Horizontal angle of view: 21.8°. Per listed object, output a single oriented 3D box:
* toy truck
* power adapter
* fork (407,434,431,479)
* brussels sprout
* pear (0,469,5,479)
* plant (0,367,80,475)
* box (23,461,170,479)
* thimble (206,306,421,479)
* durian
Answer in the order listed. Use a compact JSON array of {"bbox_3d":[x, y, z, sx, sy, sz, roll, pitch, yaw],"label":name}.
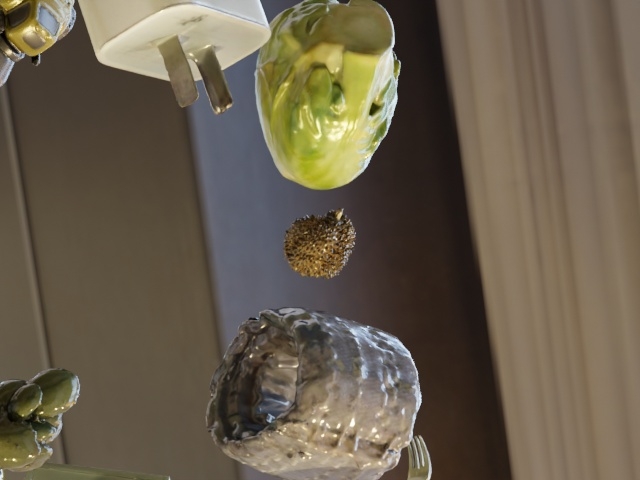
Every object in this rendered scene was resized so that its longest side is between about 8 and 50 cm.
[{"bbox_3d":[-0.454,-0.285,2.342,0.224,0.165,0.147,-26,138,17],"label":"toy truck"},{"bbox_3d":[-0.149,-0.242,1.618,0.124,0.255,0.187,-27,164,27],"label":"power adapter"},{"bbox_3d":[0.119,0.351,2.121,0.034,0.219,0.028,-15,140,27],"label":"fork"},{"bbox_3d":[0.003,-0.161,1.824,0.161,0.223,0.223,12,-173,2],"label":"brussels sprout"},{"bbox_3d":[-0.480,0.266,1.837,0.269,0.269,0.321,-1,-128,48],"label":"pear"},{"bbox_3d":[-0.241,0.143,1.141,0.174,0.087,0.085,-26,167,-31],"label":"plant"},{"bbox_3d":[-0.354,0.471,2.530,0.225,0.117,0.225,6,-130,8],"label":"box"},{"bbox_3d":[-0.012,0.183,1.898,0.172,0.205,0.236,20,-174,-28],"label":"thimble"},{"bbox_3d":[0.000,0.000,1.839,0.080,0.091,0.080,21,-151,-12],"label":"durian"}]
